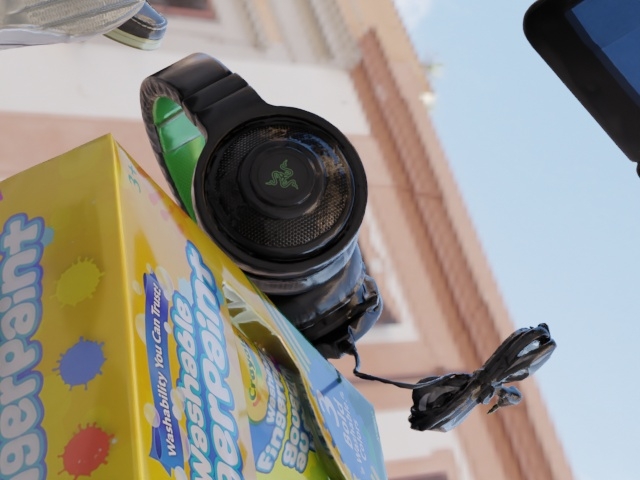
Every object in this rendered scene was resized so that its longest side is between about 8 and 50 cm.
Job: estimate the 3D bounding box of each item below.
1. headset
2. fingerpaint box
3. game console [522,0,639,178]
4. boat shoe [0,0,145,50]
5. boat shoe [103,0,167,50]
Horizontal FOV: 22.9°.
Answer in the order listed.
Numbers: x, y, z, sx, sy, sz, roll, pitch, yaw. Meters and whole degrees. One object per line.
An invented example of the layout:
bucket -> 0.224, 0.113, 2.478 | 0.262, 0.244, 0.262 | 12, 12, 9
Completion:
headset -> 0.000, 0.000, 1.234 | 0.394, 0.185, 0.243 | 50, -19, 35
fingerpaint box -> -0.073, 0.225, 0.927 | 0.163, 0.371, 0.445 | -23, -130, 16
game console -> 0.303, -0.093, 1.092 | 0.293, 0.173, 0.250 | -32, -131, 42
boat shoe -> -0.236, -0.180, 1.151 | 0.075, 0.226, 0.083 | 4, -77, 49
boat shoe -> -0.233, -0.271, 1.521 | 0.223, 0.080, 0.073 | 38, -66, 3
